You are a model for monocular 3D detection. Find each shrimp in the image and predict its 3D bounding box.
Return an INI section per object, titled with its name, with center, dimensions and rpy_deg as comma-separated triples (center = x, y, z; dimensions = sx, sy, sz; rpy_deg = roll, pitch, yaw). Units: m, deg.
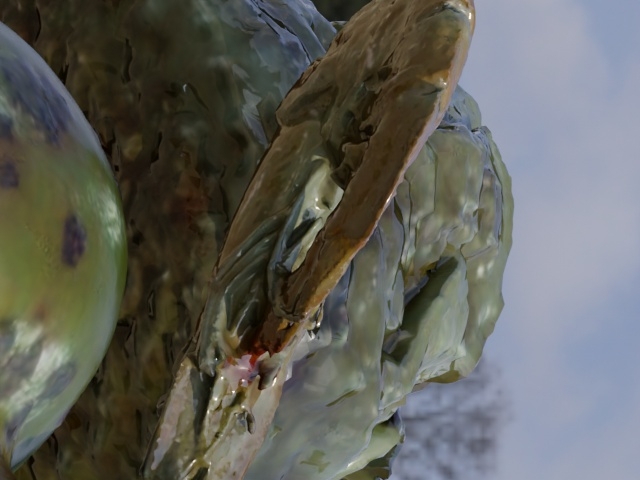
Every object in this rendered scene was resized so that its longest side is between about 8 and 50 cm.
[shrimp]
center = 0.000, 0.000, 0.524
dimensions = 0.180, 0.041, 0.099
rpy_deg = -63, -158, -5

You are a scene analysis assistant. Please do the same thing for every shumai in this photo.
[shumai]
center = -0.047, -0.013, 0.969
dimensions = 0.395, 0.348, 0.395
rpy_deg = 8, -80, 47

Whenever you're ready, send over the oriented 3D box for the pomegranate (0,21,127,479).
[pomegranate]
center = -0.111, 0.026, 0.380
dimensions = 0.220, 0.156, 0.156
rpy_deg = -122, -149, -51
